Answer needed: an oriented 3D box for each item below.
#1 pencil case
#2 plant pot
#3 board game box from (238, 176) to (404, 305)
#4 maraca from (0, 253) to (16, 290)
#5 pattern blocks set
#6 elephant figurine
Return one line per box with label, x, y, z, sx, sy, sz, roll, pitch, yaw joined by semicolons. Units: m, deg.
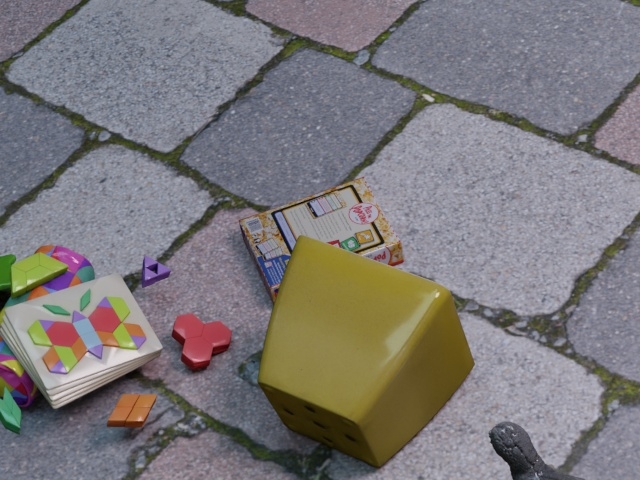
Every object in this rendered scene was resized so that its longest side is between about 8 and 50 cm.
pencil case;-0.388;0.116;1.964;0.104;0.104;0.236;9;49;18
plant pot;0.043;0.151;1.794;0.212;0.212;0.187;19;66;26
board game box;0.000;0.000;2.038;0.193;0.045;0.147;-19;47;-8
maraca;-0.501;0.066;2.031;0.185;0.099;0.127;-25;38;-25
pattern blocks set;-0.306;0.125;1.898;0.285;0.026;0.325;42;53;17
elephant figurine;0.279;0.320;1.553;0.186;0.239;0.169;-3;46;7
